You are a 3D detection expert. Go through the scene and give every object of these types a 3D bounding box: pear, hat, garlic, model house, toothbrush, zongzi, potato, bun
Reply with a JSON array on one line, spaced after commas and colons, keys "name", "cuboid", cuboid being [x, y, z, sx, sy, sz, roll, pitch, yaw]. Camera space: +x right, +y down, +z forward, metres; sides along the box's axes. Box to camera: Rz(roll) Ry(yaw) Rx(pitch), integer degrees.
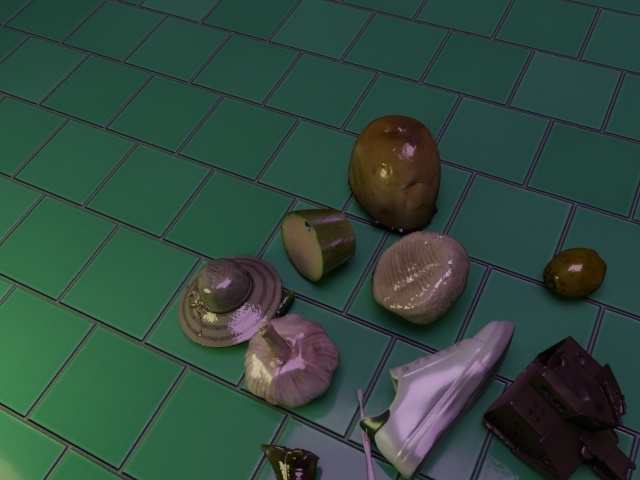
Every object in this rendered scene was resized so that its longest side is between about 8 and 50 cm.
[{"name": "pear", "cuboid": [0.544, 0.071, 1.403, 0.131, 0.107, 0.107, -30, 57, -3]}, {"name": "hat", "cuboid": [-0.213, 0.101, 1.431, 0.252, 0.110, 0.252, -8, 49, 10]}, {"name": "garlic", "cuboid": [-0.068, 0.211, 1.295, 0.199, 0.226, 0.199, -6, 54, 8]}, {"name": "model house", "cuboid": [0.472, 0.329, 1.188, 0.211, 0.204, 0.243, -39, 77, -20]}, {"name": "toothbrush", "cuboid": [0.088, 0.385, 1.279, 0.017, 0.022, 0.204, -13, 55, 9]}, {"name": "zongzi", "cuboid": [-0.073, 0.468, 1.235, 0.130, 0.062, 0.154, -1, 69, 30]}, {"name": "potato", "cuboid": [0.182, -0.182, 1.550, 0.242, 0.242, 0.285, -7, 52, 1]}, {"name": "bun", "cuboid": [0.222, 0.081, 1.407, 0.220, 0.134, 0.220, -23, 41, 22]}]

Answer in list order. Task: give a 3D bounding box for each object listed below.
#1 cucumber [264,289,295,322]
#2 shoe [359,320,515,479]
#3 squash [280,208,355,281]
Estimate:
[{"name": "cucumber", "cuboid": [-0.104, 0.170, 1.439, 0.037, 0.037, 0.155, 24, 61, 21]}, {"name": "shoe", "cuboid": [0.225, 0.273, 1.279, 0.160, 0.132, 0.363, 35, 72, 24]}, {"name": "squash", "cuboid": [0.000, 0.000, 1.477, 0.122, 0.170, 0.170, -20, 55, -22]}]
